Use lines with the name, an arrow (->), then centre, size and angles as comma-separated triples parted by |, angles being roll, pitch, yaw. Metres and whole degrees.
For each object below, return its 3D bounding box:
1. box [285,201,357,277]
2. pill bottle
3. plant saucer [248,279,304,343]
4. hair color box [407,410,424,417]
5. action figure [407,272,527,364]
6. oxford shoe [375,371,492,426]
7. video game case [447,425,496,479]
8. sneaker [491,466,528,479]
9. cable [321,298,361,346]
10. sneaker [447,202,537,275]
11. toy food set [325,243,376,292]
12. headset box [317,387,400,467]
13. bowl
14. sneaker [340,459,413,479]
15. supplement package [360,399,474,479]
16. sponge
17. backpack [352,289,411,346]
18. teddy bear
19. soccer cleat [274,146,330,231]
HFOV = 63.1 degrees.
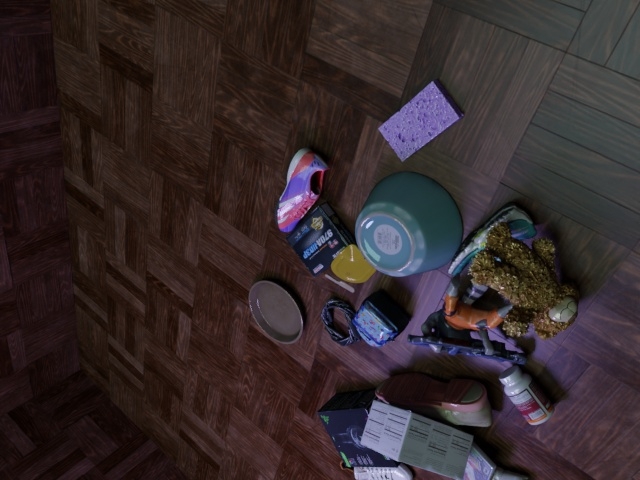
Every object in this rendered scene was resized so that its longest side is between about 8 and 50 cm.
box -> 0.000, 0.000, 1.739 | 0.175, 0.051, 0.220 | 54, 134, 4
pill bottle -> 0.575, 0.431, 1.463 | 0.152, 0.086, 0.086 | 54, 134, 5
plant saucer -> -0.167, 0.274, 2.031 | 0.278, 0.041, 0.277 | 20, 124, 32
hair color box -> 0.320, 0.646, 1.812 | 0.093, 0.053, 0.167 | -19, 101, 43
action figure -> 0.430, 0.223, 1.437 | 0.342, 0.178, 0.330 | 14, 147, -6
oxford shoe -> 0.352, 0.525, 1.667 | 0.397, 0.140, 0.146 | -4, 119, 45
video game case -> 0.469, 0.714, 1.692 | 0.201, 0.023, 0.183 | 43, 137, 46
sneaker -> 0.618, 0.842, 1.640 | 0.121, 0.099, 0.262 | -5, 110, 37
cable -> 0.067, 0.287, 1.846 | 0.151, 0.047, 0.184 | -14, 106, 48
sneaker -> 0.436, 0.022, 1.358 | 0.110, 0.107, 0.275 | 43, 134, 1
toy food set -> 0.105, 0.069, 1.654 | 0.128, 0.071, 0.218 | 27, 144, -7
headset box -> 0.155, 0.690, 1.917 | 0.283, 0.131, 0.246 | -23, 96, 45
bowl -> 0.220, -0.022, 1.469 | 0.312, 0.163, 0.311 | 20, 125, 32
sneaker -> 0.205, 0.884, 1.986 | 0.290, 0.123, 0.105 | 4, 112, 37
supplement package -> 0.299, 0.622, 1.629 | 0.262, 0.145, 0.204 | 27, 163, -23
sponge -> 0.260, -0.312, 1.373 | 0.210, 0.031, 0.117 | -36, 87, 45
backpack -> 0.179, 0.271, 1.690 | 0.158, 0.117, 0.173 | 45, 136, 13
teddy bear -> 0.493, 0.102, 1.231 | 0.338, 0.245, 0.113 | 54, 151, -8
soccer cleat -> -0.062, -0.139, 1.681 | 0.116, 0.109, 0.318 | 36, 127, 22
